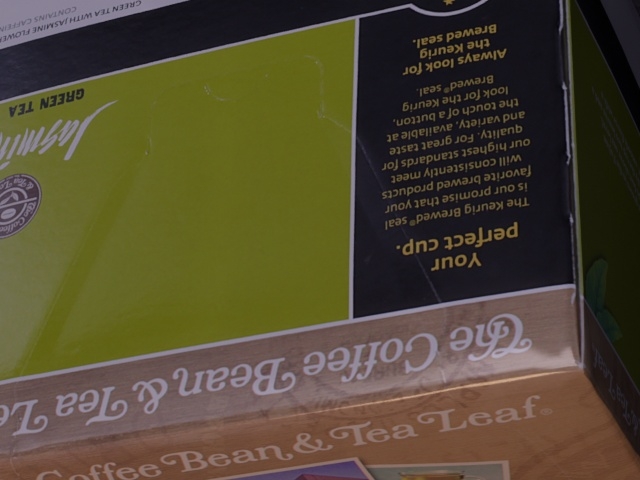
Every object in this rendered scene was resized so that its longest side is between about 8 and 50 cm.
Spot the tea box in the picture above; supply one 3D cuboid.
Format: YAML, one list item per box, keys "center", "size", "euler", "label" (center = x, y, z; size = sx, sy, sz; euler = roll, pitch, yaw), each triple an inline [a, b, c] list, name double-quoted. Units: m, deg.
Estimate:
- center: [0.000, 0.000, 0.986]
  size: [0.329, 0.220, 0.323]
  euler: [-10, 55, 20]
  label: "tea box"
